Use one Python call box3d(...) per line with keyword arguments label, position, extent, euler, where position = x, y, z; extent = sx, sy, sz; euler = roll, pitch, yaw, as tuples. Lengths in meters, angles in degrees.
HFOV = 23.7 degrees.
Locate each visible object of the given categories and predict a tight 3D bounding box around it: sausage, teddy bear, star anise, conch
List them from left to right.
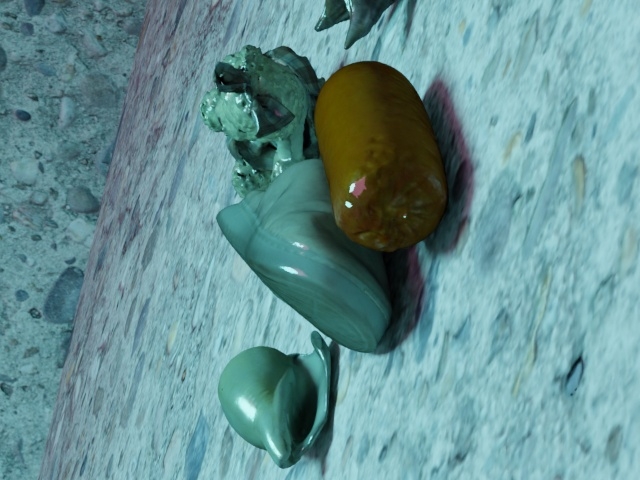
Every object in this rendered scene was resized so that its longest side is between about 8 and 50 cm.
box3d(label="teddy bear", position=(-0.038, -0.112, 1.317), extent=(0.133, 0.111, 0.213), euler=(63, 170, 5))
box3d(label="conch", position=(-0.028, 0.110, 1.101), extent=(0.065, 0.088, 0.180), euler=(66, 175, -23))
box3d(label="sausage", position=(0.038, -0.056, 0.980), extent=(0.197, 0.076, 0.076), euler=(-100, 30, -62))
box3d(label="star anise", position=(0.048, -0.231, 1.190), extent=(0.180, 0.061, 0.204), euler=(-67, 16, 2))

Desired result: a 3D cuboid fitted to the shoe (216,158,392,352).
box3d(label="shoe", position=(0.000, 0.000, 1.043), extent=(0.100, 0.103, 0.251), euler=(-48, 21, -6))
